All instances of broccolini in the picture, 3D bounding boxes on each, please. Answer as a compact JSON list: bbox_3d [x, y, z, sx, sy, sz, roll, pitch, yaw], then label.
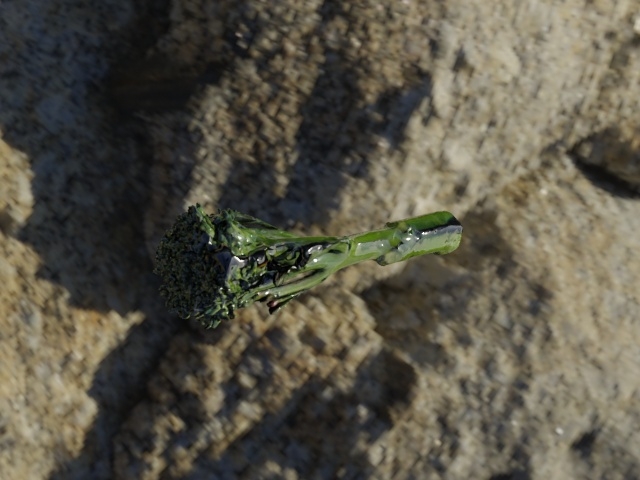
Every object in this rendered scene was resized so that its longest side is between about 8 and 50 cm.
[{"bbox_3d":[0.000,0.000,0.475,0.140,0.035,0.030,-13,155,-51],"label":"broccolini"}]
